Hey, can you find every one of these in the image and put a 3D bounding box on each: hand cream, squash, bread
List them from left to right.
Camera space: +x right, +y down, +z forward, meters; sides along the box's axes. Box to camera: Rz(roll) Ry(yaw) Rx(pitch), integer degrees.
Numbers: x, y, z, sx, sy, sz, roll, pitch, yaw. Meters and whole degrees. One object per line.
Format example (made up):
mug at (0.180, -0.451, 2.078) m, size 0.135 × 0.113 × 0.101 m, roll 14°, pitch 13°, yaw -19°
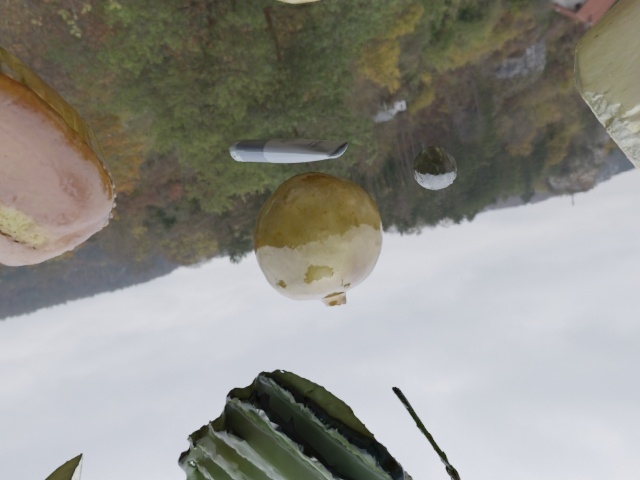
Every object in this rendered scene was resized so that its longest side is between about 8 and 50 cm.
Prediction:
bread at (-0.371, -0.092, 0.564) m, size 0.204 × 0.156 × 0.288 m, roll -30°, pitch 144°, yaw -3°
squash at (-0.574, 0.576, 1.068) m, size 0.085 × 0.184 × 0.192 m, roll 11°, pitch -174°, yaw -12°
hand cream at (-0.068, -0.181, 1.017) m, size 0.255 × 0.048 × 0.079 m, roll 4°, pitch -146°, yaw 29°

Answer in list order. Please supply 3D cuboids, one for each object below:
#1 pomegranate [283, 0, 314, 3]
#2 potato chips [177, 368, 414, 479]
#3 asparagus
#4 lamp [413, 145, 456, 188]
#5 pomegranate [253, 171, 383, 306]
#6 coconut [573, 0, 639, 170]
pomegranate at (-0.059, -0.693, 1.130) m, size 0.342 × 0.343 × 0.342 m, roll -10°, pitch -173°, yaw 1°
potato chips at (0.003, 0.368, 0.653) m, size 0.429 × 0.359 × 0.070 m, roll 31°, pitch -149°, yaw 13°
asparagus at (0.211, 0.387, 1.001) m, size 0.022 × 0.023 × 0.233 m, roll -15°, pitch -130°, yaw -25°
lamp at (0.258, -0.164, 1.142) m, size 0.101 × 0.101 × 0.250 m, roll -9°, pitch -173°, yaw 12°
pomegranate at (-0.003, -0.007, 0.853) m, size 0.233 × 0.233 × 0.233 m, roll -10°, pitch -173°, yaw 1°
coconut at (0.382, -0.167, 0.444) m, size 0.244 × 0.239 × 0.239 m, roll -39°, pitch 168°, yaw 37°
